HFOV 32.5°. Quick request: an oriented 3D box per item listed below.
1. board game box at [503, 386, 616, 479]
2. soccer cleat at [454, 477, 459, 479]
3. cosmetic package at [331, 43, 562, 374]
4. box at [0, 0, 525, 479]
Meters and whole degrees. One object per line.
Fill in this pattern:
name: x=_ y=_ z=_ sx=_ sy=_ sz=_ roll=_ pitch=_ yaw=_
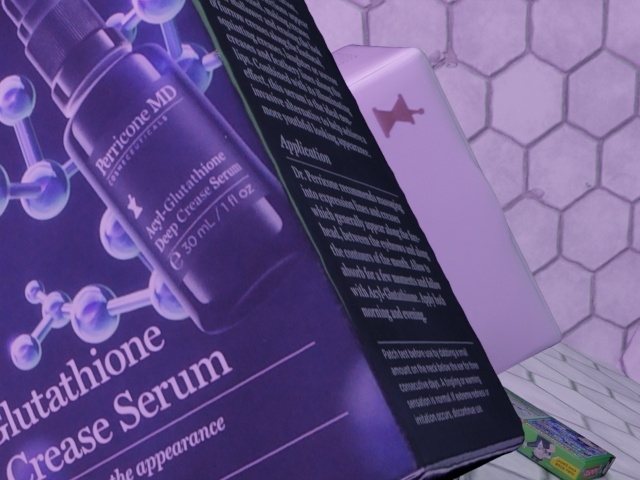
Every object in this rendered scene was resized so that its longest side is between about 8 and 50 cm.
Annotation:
board game box: x=0.335 y=0.308 z=1.887 sx=0.317 sy=0.046 sz=0.213 roll=31 pitch=9 yaw=28
soccer cleat: x=0.070 y=0.236 z=1.111 sx=0.093 sy=0.121 sz=0.289 roll=31 pitch=8 yaw=24
cosmetic package: x=0.000 y=0.000 z=1.207 sx=0.329 sy=0.328 sz=0.393 roll=62 pitch=-2 yaw=-12
box: x=-0.110 y=0.016 z=0.676 sx=0.395 sy=0.294 sz=0.212 roll=64 pitch=19 yaw=16
